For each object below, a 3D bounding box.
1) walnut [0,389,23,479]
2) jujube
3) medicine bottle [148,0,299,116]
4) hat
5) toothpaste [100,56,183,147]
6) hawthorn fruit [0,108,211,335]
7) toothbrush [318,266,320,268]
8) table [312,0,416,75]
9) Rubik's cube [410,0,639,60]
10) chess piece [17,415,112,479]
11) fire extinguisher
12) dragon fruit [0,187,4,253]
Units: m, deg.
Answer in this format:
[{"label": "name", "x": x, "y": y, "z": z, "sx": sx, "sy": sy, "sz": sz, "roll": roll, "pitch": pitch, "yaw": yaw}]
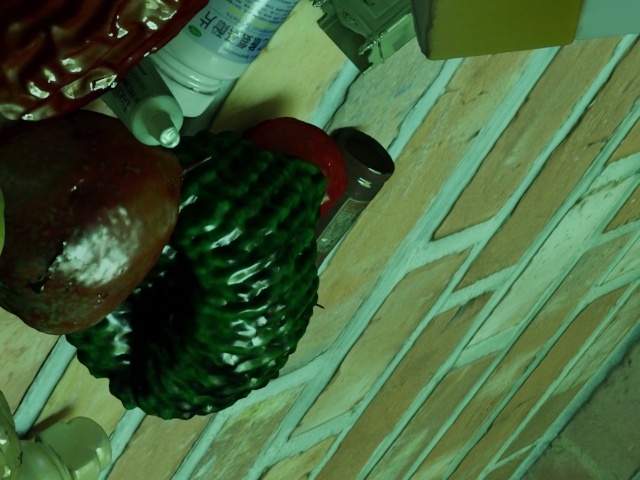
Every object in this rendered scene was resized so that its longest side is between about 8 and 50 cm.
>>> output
[{"label": "walnut", "x": -0.374, "y": 0.219, "z": 1.801, "sx": 0.198, "sy": 0.198, "sz": 0.245, "roll": -24, "pitch": 153, "yaw": -44}, {"label": "jujube", "x": -0.168, "y": -0.186, "z": 1.396, "sx": 0.230, "sy": 0.155, "sz": 0.155, "roll": -39, "pitch": 164, "yaw": 26}, {"label": "medicine bottle", "x": -0.080, "y": -0.198, "z": 1.608, "sx": 0.186, "sy": 0.103, "sz": 0.103, "roll": -50, "pitch": 160, "yaw": 21}, {"label": "hat", "x": -0.076, "y": 0.003, "z": 1.881, "sx": 0.274, "sy": 0.242, "sz": 0.332, "roll": -37, "pitch": -178, "yaw": 42}, {"label": "toothpaste", "x": -0.150, "y": -0.127, "z": 1.489, "sx": 0.064, "sy": 0.218, "sz": 0.041, "roll": -44, "pitch": 129, "yaw": 4}, {"label": "hawthorn fruit", "x": -0.194, "y": -0.031, "z": 1.647, "sx": 0.235, "sy": 0.181, "sz": 0.181, "roll": -31, "pitch": 158, "yaw": -30}, {"label": "toothbrush", "x": -0.012, "y": 0.037, "z": 2.367, "sx": 0.297, "sy": 0.031, "sz": 0.030, "roll": -61, "pitch": 180, "yaw": 38}, {"label": "table", "x": 0.048, "y": -0.215, "z": 1.863, "sx": 0.083, "sy": 0.079, "sz": 0.062, "roll": -39, "pitch": 162, "yaw": -6}, {"label": "Rubik's cube", "x": 0.212, "y": -0.360, "z": 1.299, "sx": 0.344, "sy": 0.346, "sz": 0.346, "roll": -6, "pitch": 156, "yaw": -5}, {"label": "chess piece", "x": -0.387, "y": 0.313, "z": 2.093, "sx": 0.397, "sy": 0.117, "sz": 0.117, "roll": -33, "pitch": 159, "yaw": -30}, {"label": "fire extinguisher", "x": -0.004, "y": 0.001, "z": 2.181, "sx": 0.252, "sy": 0.106, "sz": 0.075, "roll": -53, "pitch": 178, "yaw": 25}, {"label": "dragon fruit", "x": -0.342, "y": -0.039, "z": 1.168, "sx": 0.305, "sy": 0.305, "sz": 0.225, "roll": -22, "pitch": 145, "yaw": -46}]
